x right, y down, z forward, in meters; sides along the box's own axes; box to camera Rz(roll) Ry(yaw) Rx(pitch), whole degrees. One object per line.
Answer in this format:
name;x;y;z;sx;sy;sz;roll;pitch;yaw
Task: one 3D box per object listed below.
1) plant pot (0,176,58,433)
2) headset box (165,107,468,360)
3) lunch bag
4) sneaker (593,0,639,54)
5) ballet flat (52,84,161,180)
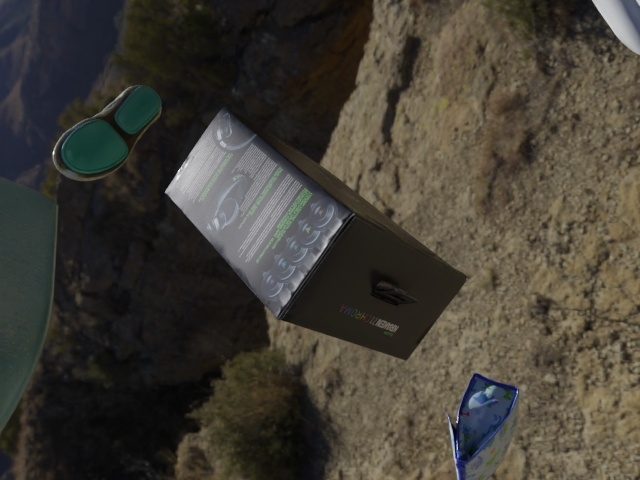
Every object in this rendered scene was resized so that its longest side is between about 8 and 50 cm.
plant pot;-0.344;0.085;0.469;0.247;0.248;0.252;-47;45;16
headset box;0.000;0.000;0.787;0.131;0.246;0.283;-55;48;8
lunch bag;0.253;0.312;1.072;0.151;0.096;0.129;-58;-32;-31
sneaker;0.164;-0.247;0.455;0.305;0.114;0.152;63;157;4
ballet flat;-0.215;-0.101;0.675;0.052;0.057;0.168;-27;20;36
